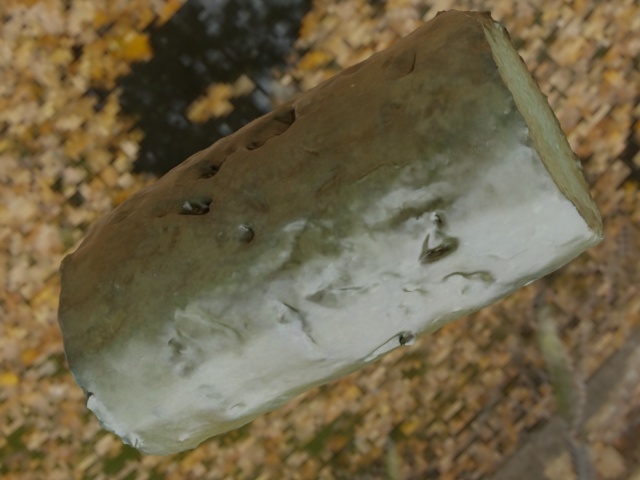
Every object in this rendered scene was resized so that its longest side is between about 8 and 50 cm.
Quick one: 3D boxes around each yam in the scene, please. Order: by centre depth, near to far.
[{"bbox_3d":[0.000,0.000,0.629,0.194,0.107,0.107,-29,155,12],"label":"yam"}]
